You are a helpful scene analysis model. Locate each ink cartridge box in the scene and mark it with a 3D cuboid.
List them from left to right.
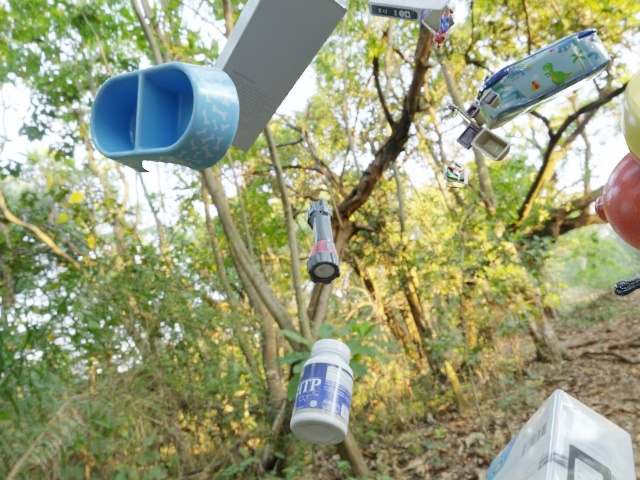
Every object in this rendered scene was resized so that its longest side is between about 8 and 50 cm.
[{"bbox_3d":[0.259,-0.616,1.133,0.206,0.208,0.045,-49,-37,-18],"label":"ink cartridge box"},{"bbox_3d":[0.147,0.193,0.301,0.180,0.060,0.104,-28,-33,-56],"label":"ink cartridge box"}]

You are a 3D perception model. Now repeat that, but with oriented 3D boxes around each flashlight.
[{"bbox_3d":[0.000,0.000,1.448,0.103,0.304,0.103,-17,-51,7],"label":"flashlight"}]

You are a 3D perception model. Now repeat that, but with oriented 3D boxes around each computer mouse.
[{"bbox_3d":[0.698,0.118,0.928,0.106,0.042,0.193,-13,15,3],"label":"computer mouse"}]

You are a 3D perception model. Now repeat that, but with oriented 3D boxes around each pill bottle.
[{"bbox_3d":[0.009,0.302,0.940,0.111,0.187,0.112,6,-47,6],"label":"pill bottle"}]

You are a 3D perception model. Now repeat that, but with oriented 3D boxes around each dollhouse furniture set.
[{"bbox_3d":[0.235,-0.178,0.672,0.081,0.114,0.091,27,-69,-33],"label":"dollhouse furniture set"}]

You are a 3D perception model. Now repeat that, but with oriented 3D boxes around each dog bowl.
[{"bbox_3d":[-0.267,-0.200,0.751,0.297,0.166,0.074,3,0,32],"label":"dog bowl"}]

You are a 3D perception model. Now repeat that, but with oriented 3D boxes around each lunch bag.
[{"bbox_3d":[0.413,-0.300,0.888,0.218,0.090,0.176,-25,-5,11],"label":"lunch bag"}]

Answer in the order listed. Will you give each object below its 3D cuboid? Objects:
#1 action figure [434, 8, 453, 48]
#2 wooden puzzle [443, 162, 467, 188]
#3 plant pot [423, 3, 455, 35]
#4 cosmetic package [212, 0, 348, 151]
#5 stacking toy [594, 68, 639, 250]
[{"bbox_3d":[0.338,-0.578,1.269,0.038,0.115,0.030,9,-15,36],"label":"action figure"},{"bbox_3d":[0.386,-0.188,1.314,0.078,0.116,0.014,11,-42,-4],"label":"wooden puzzle"},{"bbox_3d":[0.442,-0.831,1.722,0.109,0.096,0.109,-35,-9,23],"label":"plant pot"},{"bbox_3d":[-0.128,-0.454,1.093,0.161,0.230,0.453,24,-42,-24],"label":"cosmetic package"},{"bbox_3d":[0.382,-0.035,0.303,0.279,0.309,0.130,-35,-36,-19],"label":"stacking toy"}]
